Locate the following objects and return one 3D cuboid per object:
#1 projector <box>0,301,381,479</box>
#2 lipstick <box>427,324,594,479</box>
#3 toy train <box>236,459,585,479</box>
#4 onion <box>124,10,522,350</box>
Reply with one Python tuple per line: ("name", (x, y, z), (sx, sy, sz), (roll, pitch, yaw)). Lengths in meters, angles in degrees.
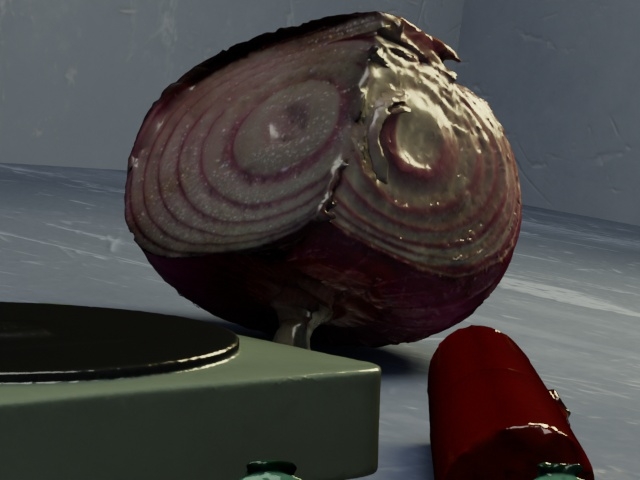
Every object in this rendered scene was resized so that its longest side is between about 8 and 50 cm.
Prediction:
("projector", (-0.149, 0.073, 0.760), (0.259, 0.079, 0.257), (-1, 4, -41))
("lipstick", (0.089, 0.096, 0.924), (0.073, 0.073, 0.280), (7, 6, 1))
("toy train", (0.030, 0.118, 0.530), (0.172, 0.070, 0.099), (4, 45, -20))
("onion", (0.008, -0.022, 1.346), (0.256, 0.272, 0.230), (21, -13, 43))
